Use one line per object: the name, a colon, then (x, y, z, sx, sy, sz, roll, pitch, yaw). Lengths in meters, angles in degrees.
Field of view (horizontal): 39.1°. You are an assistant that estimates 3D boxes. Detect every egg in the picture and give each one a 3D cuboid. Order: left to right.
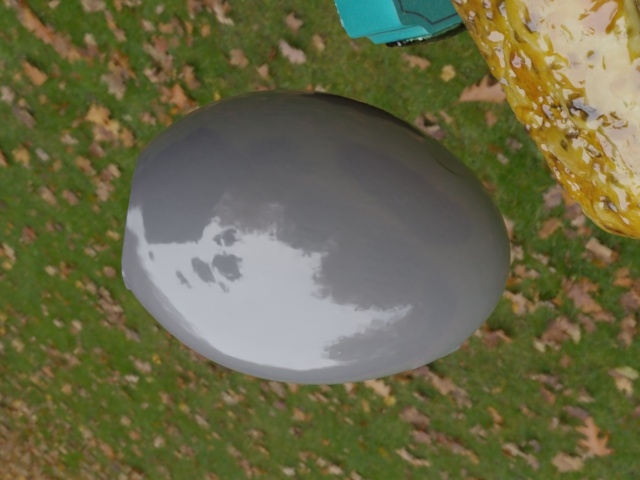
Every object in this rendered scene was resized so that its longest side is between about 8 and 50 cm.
egg: (0.000, 0.000, 0.547, 0.231, 0.176, 0.176, 11, 149, -9)

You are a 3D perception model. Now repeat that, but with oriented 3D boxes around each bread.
bread: (0.131, -0.096, 0.433, 0.211, 0.083, 0.114, 56, 172, -9)

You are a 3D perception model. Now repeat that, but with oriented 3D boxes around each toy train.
toy train: (0.087, -0.245, 0.735, 0.107, 0.198, 0.154, 7, 121, 59)
